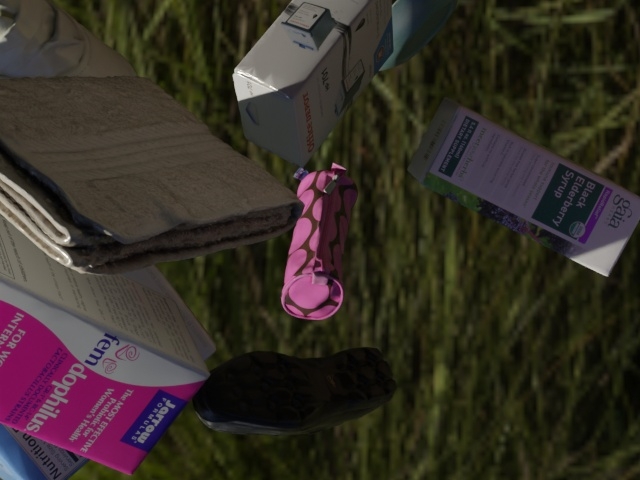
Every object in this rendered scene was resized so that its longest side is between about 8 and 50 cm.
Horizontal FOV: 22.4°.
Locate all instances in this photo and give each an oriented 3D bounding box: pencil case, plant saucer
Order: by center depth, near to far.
[{"bbox_3d":[0.122,-0.275,2.054,0.037,0.195,0.195,45,152,8],"label":"plant saucer"},{"bbox_3d":[0.000,0.000,2.123,0.095,0.209,0.098,21,136,-17],"label":"pencil case"}]

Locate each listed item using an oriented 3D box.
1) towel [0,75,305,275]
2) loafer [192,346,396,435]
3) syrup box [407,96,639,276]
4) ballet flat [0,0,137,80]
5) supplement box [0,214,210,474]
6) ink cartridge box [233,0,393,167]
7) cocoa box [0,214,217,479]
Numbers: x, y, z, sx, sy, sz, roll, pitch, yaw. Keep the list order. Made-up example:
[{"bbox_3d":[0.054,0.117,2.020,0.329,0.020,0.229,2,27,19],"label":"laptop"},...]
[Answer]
[{"bbox_3d":[-0.147,-0.058,1.176,0.049,0.187,0.282,-58,160,22],"label":"towel"},{"bbox_3d":[-0.027,0.137,1.389,0.223,0.076,0.078,-2,152,-48],"label":"loafer"},{"bbox_3d":[0.222,-0.058,1.739,0.236,0.093,0.096,26,-173,-11],"label":"syrup box"},{"bbox_3d":[-0.337,-0.189,1.427,0.400,0.139,0.139,10,153,-23],"label":"ballet flat"},{"bbox_3d":[-0.211,0.073,1.231,0.220,0.114,0.111,28,106,-35],"label":"supplement box"},{"bbox_3d":[-0.004,-0.197,1.769,0.082,0.191,0.140,28,156,18],"label":"ink cartridge box"},{"bbox_3d":[-0.304,0.088,1.628,0.231,0.228,0.347,53,161,-14],"label":"cocoa box"}]
